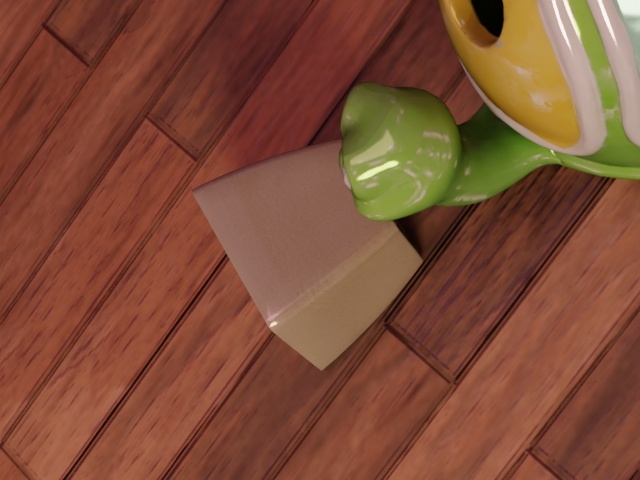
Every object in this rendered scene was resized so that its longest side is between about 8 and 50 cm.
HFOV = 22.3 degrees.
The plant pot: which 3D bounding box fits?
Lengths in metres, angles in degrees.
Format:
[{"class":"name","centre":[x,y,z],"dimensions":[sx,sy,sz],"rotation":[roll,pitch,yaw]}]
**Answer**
[{"class":"plant pot","centre":[0.000,0.000,1.014],"dimensions":[0.096,0.109,0.109],"rotation":[-34,65,4]}]

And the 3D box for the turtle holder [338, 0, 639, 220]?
[{"class":"turtle holder","centre":[0.151,-0.156,0.890],"dimensions":[0.320,0.227,0.243],"rotation":[-16,73,24]}]
